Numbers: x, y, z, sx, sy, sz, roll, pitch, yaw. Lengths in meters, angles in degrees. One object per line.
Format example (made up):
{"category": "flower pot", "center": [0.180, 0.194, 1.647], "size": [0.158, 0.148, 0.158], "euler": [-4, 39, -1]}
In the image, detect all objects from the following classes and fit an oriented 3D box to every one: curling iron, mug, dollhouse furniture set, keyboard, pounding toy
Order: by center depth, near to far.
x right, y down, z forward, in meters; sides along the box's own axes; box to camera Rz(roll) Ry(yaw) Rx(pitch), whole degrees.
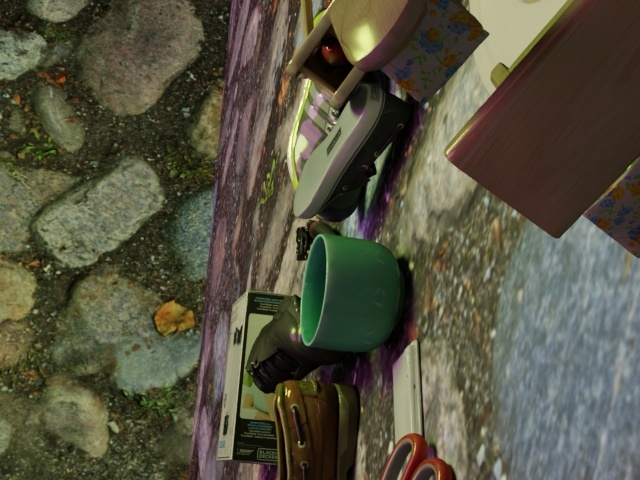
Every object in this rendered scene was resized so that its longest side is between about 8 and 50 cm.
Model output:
{"category": "dollhouse furniture set", "center": [0.162, -0.096, 0.402], "size": [0.242, 0.212, 0.161], "euler": [-49, 24, 19]}
{"category": "keyboard", "center": [0.089, 0.229, 0.989], "size": [0.072, 0.014, 0.256], "euler": [108, 166, -58]}
{"category": "mug", "center": [0.037, 0.055, 1.131], "size": [0.157, 0.098, 0.129], "euler": [-102, 23, -60]}
{"category": "pounding toy", "center": [0.012, -0.262, 1.136], "size": [0.154, 0.155, 0.269], "euler": [-55, 3, -41]}
{"category": "curling iron", "center": [0.000, 0.000, 1.486], "size": [0.274, 0.035, 0.068], "euler": [-179, 93, -79]}

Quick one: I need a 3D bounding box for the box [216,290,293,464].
{"category": "box", "center": [-0.115, 0.245, 1.736], "size": [0.169, 0.087, 0.289], "euler": [140, 137, -72]}

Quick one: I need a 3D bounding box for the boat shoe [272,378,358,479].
{"category": "boat shoe", "center": [-0.023, 0.325, 1.213], "size": [0.111, 0.105, 0.307], "euler": [133, 142, -67]}

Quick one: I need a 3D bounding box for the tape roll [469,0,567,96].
{"category": "tape roll", "center": [0.188, -0.210, 0.601], "size": [0.286, 0.100, 0.286], "euler": [-171, 90, -78]}

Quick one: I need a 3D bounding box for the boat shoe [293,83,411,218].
{"category": "boat shoe", "center": [0.040, -0.101, 1.228], "size": [0.080, 0.076, 0.228], "euler": [-94, 28, -44]}

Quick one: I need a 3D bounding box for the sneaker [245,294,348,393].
{"category": "sneaker", "center": [-0.036, 0.149, 1.300], "size": [0.130, 0.109, 0.286], "euler": [-50, 0, -8]}

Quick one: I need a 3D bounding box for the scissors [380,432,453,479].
{"category": "scissors", "center": [0.053, 0.325, 0.908], "size": [0.109, 0.021, 0.297], "euler": [7, 77, 66]}

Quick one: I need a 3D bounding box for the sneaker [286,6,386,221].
{"category": "sneaker", "center": [0.027, -0.174, 1.314], "size": [0.121, 0.111, 0.299], "euler": [180, 93, -69]}

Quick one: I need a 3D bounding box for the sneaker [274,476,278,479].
{"category": "sneaker", "center": [-0.057, 0.454, 1.361], "size": [0.282, 0.153, 0.099], "euler": [-51, 11, -1]}
